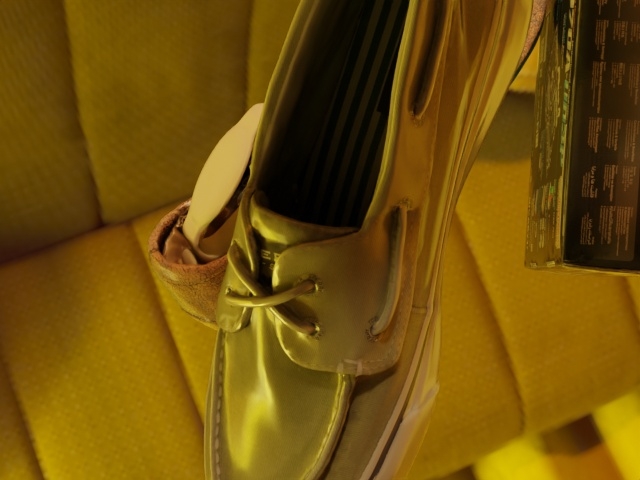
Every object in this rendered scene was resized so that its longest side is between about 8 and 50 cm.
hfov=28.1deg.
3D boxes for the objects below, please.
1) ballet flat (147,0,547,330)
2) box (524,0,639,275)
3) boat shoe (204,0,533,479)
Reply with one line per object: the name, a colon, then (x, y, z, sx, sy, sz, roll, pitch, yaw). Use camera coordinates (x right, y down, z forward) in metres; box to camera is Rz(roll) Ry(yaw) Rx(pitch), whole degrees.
ballet flat: (0.012, -0.071, 0.804, 0.316, 0.107, 0.106, -48, 131, 5)
box: (0.165, -0.089, 0.784, 0.051, 0.220, 0.175, 4, 178, 2)
boat shoe: (0.000, 0.000, 0.538, 0.094, 0.109, 0.302, 4, 103, -56)
